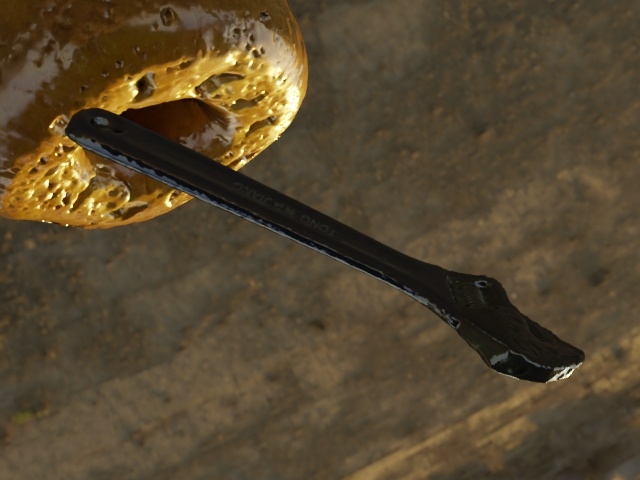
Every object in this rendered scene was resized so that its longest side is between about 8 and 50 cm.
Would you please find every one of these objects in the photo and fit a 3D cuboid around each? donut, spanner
[{"bbox_3d":[-0.117,-0.095,0.782,0.227,0.113,0.226,-22,159,-9],"label":"donut"},{"bbox_3d":[0.000,0.000,0.491,0.012,0.208,0.046,-67,174,28],"label":"spanner"}]
